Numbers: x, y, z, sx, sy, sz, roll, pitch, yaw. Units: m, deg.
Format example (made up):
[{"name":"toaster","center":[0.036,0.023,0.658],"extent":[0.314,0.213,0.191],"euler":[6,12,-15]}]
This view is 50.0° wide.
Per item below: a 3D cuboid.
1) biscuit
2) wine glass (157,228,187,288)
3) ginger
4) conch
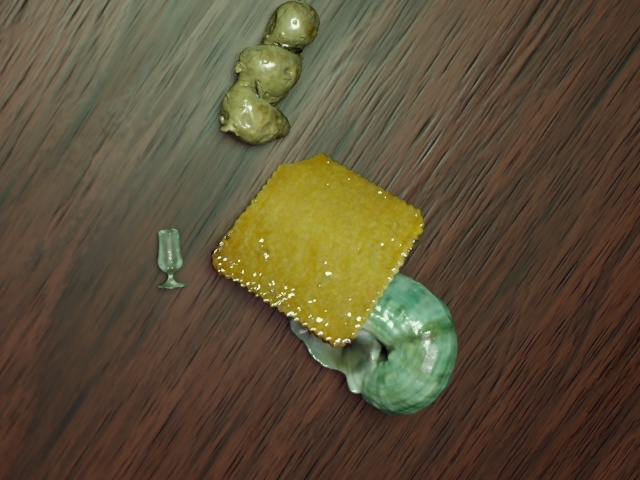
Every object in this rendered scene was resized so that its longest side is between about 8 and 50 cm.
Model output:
[{"name":"biscuit","center":[0.000,0.000,0.958],"extent":[0.232,0.013,0.237],"euler":[32,72,10]},{"name":"wine glass","center":[-0.212,0.026,0.979],"extent":[0.042,0.039,0.083],"euler":[0,98,-6]},{"name":"ginger","center":[-0.067,-0.228,0.930],"extent":[0.104,0.080,0.204],"euler":[16,101,-28]},{"name":"conch","center":[0.096,0.154,1.007],"extent":[0.220,0.195,0.277],"euler":[-26,134,27]}]
